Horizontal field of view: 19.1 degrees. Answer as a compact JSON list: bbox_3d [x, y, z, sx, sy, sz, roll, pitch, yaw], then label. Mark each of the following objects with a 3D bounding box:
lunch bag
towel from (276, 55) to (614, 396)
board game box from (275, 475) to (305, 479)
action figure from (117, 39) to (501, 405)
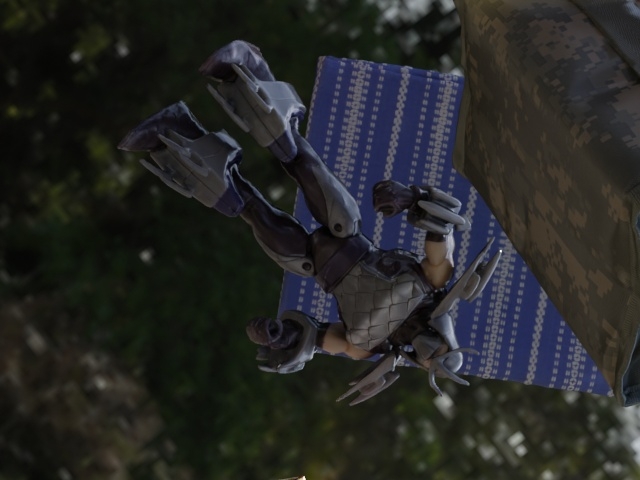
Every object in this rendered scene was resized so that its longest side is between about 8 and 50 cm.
[{"bbox_3d":[0.247,-0.064,1.051,0.235,0.287,0.169,-119,-159,-48],"label":"lunch bag"},{"bbox_3d":[0.140,-0.009,1.553,0.336,0.243,0.040,9,-2,-10],"label":"towel"},{"bbox_3d":[-0.104,0.195,1.181,0.193,0.147,0.045,-16,95,-70],"label":"board game box"},{"bbox_3d":[0.000,0.000,1.316,0.285,0.185,0.099,46,14,6],"label":"action figure"}]
